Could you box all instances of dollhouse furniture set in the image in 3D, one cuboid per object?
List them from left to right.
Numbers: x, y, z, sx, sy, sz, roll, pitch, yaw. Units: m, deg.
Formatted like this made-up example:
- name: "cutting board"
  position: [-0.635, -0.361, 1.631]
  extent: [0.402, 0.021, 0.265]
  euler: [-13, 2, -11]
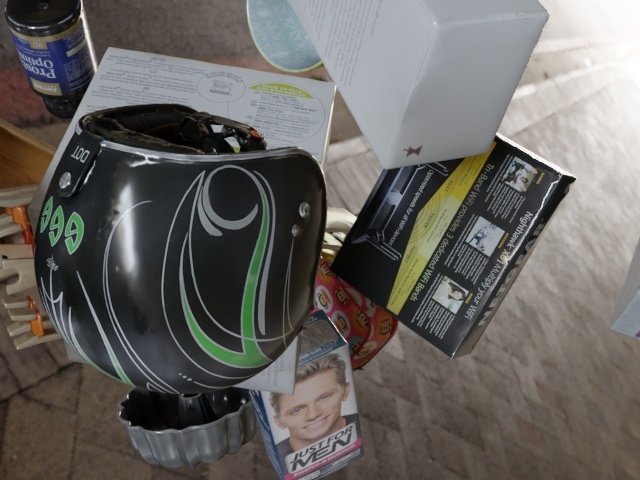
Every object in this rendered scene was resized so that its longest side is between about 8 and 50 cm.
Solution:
- name: "dollhouse furniture set"
  position: [-0.514, 0.027, 1.548]
  extent: [0.135, 0.259, 0.261]
  euler: [-12, 107, -26]

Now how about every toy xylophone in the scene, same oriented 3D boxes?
- name: "toy xylophone"
  position: [0.000, 0.000, 1.694]
  extent: [0.323, 0.081, 0.236]
  euler: [6, 21, -31]

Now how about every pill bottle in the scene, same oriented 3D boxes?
- name: "pill bottle"
  position: [-0.438, -0.311, 1.437]
  extent: [0.219, 0.123, 0.122]
  euler: [92, -12, -55]

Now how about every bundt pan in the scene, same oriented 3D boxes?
- name: "bundt pan"
  position: [-0.274, 0.391, 1.905]
  extent: [0.331, 0.331, 0.124]
  euler: [-46, 130, -62]

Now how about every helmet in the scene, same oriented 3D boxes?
- name: "helmet"
  position: [-0.081, 0.011, 0.508]
  extent: [0.170, 0.161, 0.169]
  euler: [7, 19, -2]

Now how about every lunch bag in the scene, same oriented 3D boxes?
- name: "lunch bag"
  position: [0.023, 0.153, 1.945]
  extent: [0.120, 0.258, 0.293]
  euler: [-11, 58, -41]

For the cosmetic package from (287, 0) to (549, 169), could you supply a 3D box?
- name: "cosmetic package"
  position: [0.088, -0.338, 1.137]
  extent: [0.162, 0.230, 0.453]
  euler: [-10, 54, -21]

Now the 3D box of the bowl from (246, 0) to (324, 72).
- name: "bowl"
  position: [0.002, -0.485, 1.761]
  extent: [0.156, 0.289, 0.289]
  euler: [-8, 67, -50]

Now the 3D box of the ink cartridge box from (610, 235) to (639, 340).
- name: "ink cartridge box"
  position: [0.557, -0.030, 1.351]
  extent: [0.072, 0.324, 0.330]
  euler: [20, -14, 14]

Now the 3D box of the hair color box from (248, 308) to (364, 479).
- name: "hair color box"
  position: [-0.029, 0.304, 1.588]
  extent: [0.105, 0.174, 0.347]
  euler: [52, -20, 44]

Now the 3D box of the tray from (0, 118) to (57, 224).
- name: "tray"
  position: [-0.633, -0.107, 1.962]
  extent: [0.411, 0.076, 0.202]
  euler: [31, 77, -44]

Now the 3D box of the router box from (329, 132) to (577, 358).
- name: "router box"
  position: [0.187, -0.021, 1.269]
  extent: [0.243, 0.308, 0.081]
  euler: [36, 17, 27]

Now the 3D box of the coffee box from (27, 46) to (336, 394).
- name: "coffee box"
  position: [-0.172, -0.026, 1.235]
  extent: [0.338, 0.337, 0.334]
  euler: [9, 49, 1]
